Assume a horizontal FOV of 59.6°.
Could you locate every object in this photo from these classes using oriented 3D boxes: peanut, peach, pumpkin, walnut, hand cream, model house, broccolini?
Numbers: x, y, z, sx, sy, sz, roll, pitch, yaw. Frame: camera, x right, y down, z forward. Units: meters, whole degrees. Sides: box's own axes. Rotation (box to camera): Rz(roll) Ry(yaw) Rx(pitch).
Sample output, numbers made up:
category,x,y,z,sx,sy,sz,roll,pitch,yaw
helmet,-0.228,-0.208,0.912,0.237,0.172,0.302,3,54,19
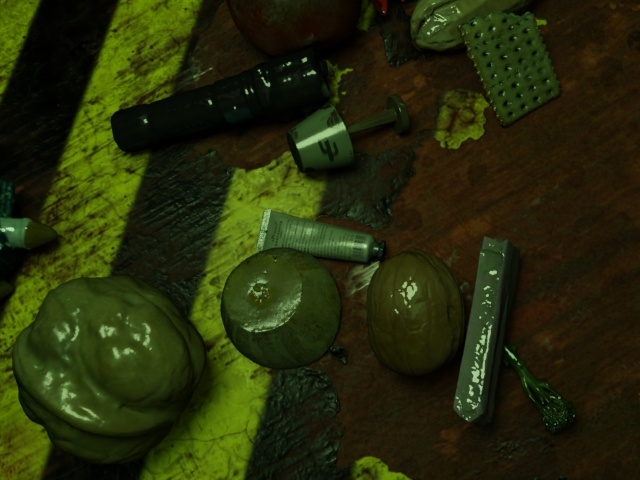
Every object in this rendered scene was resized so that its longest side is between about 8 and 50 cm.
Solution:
category,x,y,z,sx,sy,sz,roll,pitch,yaw
peanut,0.294,-0.446,1.025,0.290,0.130,0.130,-34,77,1
peach,-0.048,-0.449,1.008,0.252,0.252,0.253,-1,78,6
pumpkin,-0.079,0.113,0.948,0.217,0.110,0.218,-2,82,11
walnut,-0.330,0.197,0.887,0.276,0.253,0.282,34,84,14
walnut,0.153,0.116,0.900,0.167,0.167,0.207,-3,90,5
hand cream,0.000,0.000,1.005,0.233,0.050,0.080,10,86,13
model house,-0.630,-0.002,1.022,0.290,0.184,0.253,3,72,-7
broccolini,0.339,0.209,0.923,0.058,0.067,0.216,-30,68,-4

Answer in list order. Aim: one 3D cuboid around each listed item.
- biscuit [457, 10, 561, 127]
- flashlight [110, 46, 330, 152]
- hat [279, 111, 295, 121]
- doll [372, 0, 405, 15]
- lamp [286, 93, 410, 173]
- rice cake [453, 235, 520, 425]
category,x,y,z,sx,sy,sz,roll,pitch,yaw
biscuit,0.345,-0.321,1.002,0.143,0.016,0.203,-29,106,-1
flashlight,-0.189,-0.247,1.024,0.423,0.103,0.103,-13,77,14
hat,-0.051,-0.269,1.072,0.058,0.042,0.087,49,120,19
doll,0.111,-0.523,1.094,0.109,0.057,0.169,-39,78,-6
lamp,0.051,-0.195,1.003,0.214,0.121,0.121,-20,77,-8
rice cake,0.264,0.138,0.884,0.050,0.106,0.298,6,73,30
